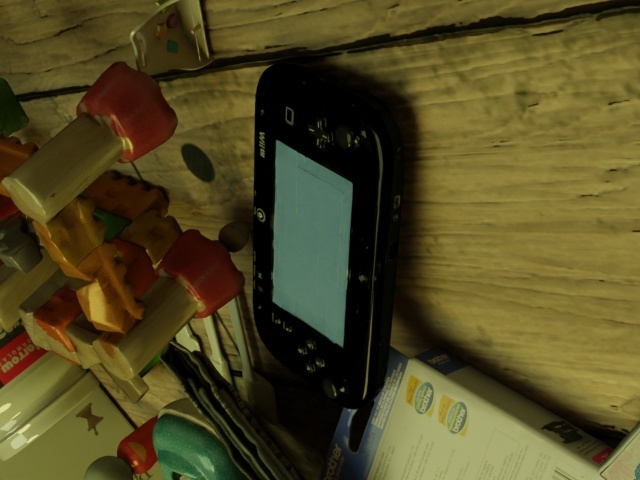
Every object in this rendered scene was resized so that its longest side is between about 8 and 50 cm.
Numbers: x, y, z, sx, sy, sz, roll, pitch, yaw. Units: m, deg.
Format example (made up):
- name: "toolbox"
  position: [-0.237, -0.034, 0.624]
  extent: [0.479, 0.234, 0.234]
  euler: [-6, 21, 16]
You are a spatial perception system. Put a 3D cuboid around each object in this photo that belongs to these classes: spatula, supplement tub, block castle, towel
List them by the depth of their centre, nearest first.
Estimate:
- name: "block castle"
  position: [-0.298, -0.070, 1.339]
  extent: [0.453, 0.213, 0.303]
  euler: [20, 144, 38]
- name: "towel"
  position: [-0.033, 0.260, 1.380]
  extent: [0.312, 0.056, 0.324]
  euler: [51, 175, 23]
- name: "spatula"
  position: [-0.125, 0.109, 1.534]
  extent: [0.168, 0.019, 0.242]
  euler: [31, 144, 36]
- name: "supplement tub"
  position: [-0.448, 0.141, 1.737]
  extent: [0.272, 0.191, 0.191]
  euler: [52, 149, -4]

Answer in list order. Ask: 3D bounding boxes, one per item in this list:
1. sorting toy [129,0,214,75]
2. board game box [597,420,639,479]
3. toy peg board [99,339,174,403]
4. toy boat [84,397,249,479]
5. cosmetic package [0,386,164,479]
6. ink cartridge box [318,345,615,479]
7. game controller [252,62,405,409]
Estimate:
- name: "sorting toy"
  position: [-0.141, -0.187, 1.170]
  extent: [0.045, 0.075, 0.083]
  euler: [27, 142, 31]
- name: "board game box"
  position: [0.394, 0.189, 0.926]
  extent: [0.318, 0.066, 0.319]
  euler: [40, 148, 14]
- name: "toy peg board"
  position: [-0.260, 0.122, 1.674]
  extent: [0.161, 0.079, 0.160]
  euler: [49, 164, 2]
- name: "toy boat"
  position: [-0.178, 0.322, 1.700]
  extent: [0.318, 0.148, 0.268]
  euler: [9, 131, 46]
- name: "cosmetic package"
  position: [-0.507, 0.333, 1.946]
  extent: [0.394, 0.329, 0.327]
  euler: [51, 148, -5]
- name: "ink cartridge box"
  position: [0.154, 0.230, 1.204]
  extent: [0.311, 0.065, 0.186]
  euler: [28, 114, 26]
- name: "game controller"
  position: [0.000, 0.000, 1.159]
  extent: [0.166, 0.067, 0.319]
  euler: [25, 128, 31]
